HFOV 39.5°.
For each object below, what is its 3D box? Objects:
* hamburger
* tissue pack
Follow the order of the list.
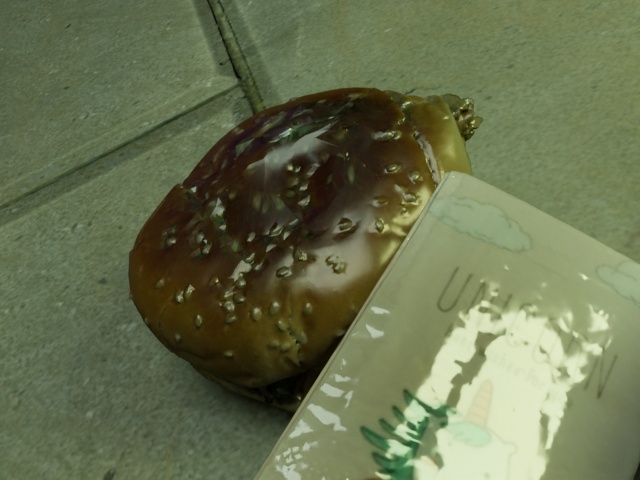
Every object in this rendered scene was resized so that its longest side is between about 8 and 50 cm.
[{"bbox_3d":[0.000,0.000,0.657,0.286,0.146,0.243,-25,43,3],"label":"hamburger"},{"bbox_3d":[0.069,0.119,0.461,0.170,0.071,0.325,29,59,10],"label":"tissue pack"}]
